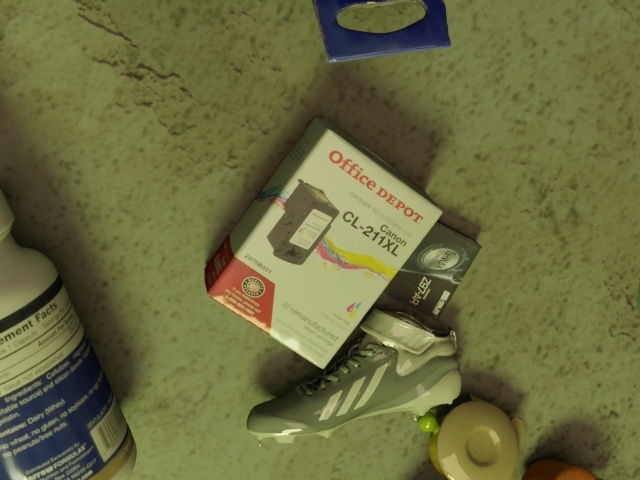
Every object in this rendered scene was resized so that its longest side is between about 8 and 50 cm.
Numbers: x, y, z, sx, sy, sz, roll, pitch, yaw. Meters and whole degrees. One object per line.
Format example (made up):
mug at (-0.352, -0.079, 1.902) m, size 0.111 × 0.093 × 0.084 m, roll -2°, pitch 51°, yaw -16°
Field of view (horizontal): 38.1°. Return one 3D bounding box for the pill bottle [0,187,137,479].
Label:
pill bottle at (-0.265, 0.098, 0.752) m, size 0.153 × 0.153 × 0.265 m, roll -20°, pitch 107°, yaw -2°

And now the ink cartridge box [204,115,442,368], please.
ink cartridge box at (0.000, 0.000, 0.804) m, size 0.127 × 0.072 × 0.175 m, roll 34°, pitch 99°, yaw -15°

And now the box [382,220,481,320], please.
box at (0.099, 0.023, 0.853) m, size 0.067 × 0.018 × 0.083 m, roll 28°, pitch 100°, yaw -14°

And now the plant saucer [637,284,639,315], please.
plant saucer at (0.369, 0.053, 0.900) m, size 0.119 × 0.021 × 0.119 m, roll -2°, pitch 105°, yaw -8°

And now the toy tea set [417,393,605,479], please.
toy tea set at (0.209, 0.301, 0.920) m, size 0.336 × 0.124 × 0.200 m, roll 29°, pitch 70°, yaw -11°

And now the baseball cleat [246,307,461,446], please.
baseball cleat at (0.028, 0.120, 0.852) m, size 0.205 × 0.072 × 0.110 m, roll -10°, pitch 100°, yaw -15°

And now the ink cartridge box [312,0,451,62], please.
ink cartridge box at (0.027, -0.339, 0.676) m, size 0.269 × 0.151 × 0.396 m, roll -8°, pitch 108°, yaw -6°
